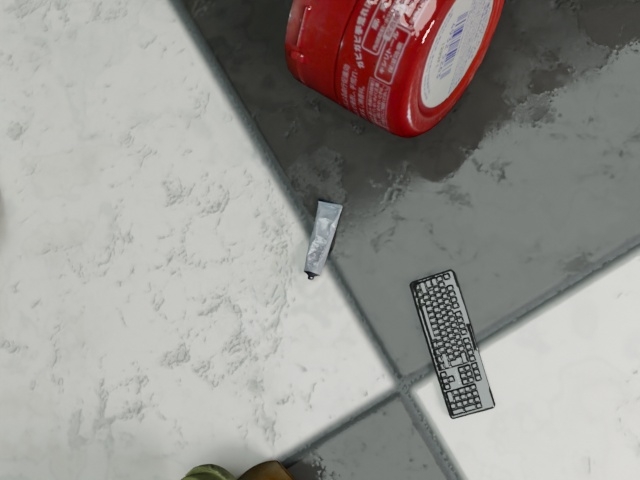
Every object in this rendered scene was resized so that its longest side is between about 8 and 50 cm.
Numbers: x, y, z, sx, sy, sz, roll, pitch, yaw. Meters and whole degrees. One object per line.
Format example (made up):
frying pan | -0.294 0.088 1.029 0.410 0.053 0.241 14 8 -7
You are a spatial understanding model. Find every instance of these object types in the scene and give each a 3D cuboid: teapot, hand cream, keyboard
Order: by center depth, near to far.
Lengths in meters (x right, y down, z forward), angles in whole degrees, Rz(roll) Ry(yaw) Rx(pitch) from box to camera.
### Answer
hand cream | 0.083 -0.229 0.929 0.149 0.230 0.230 33 91 20
teapot | -0.050 0.288 0.953 0.080 0.110 0.085 -44 114 -7
keyboard | 0.141 0.111 0.969 0.053 0.010 0.155 -19 77 11
hand cream | 0.000 0.000 1.026 0.030 0.019 0.093 13 78 19

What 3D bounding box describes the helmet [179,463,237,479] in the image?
helmet | -0.139 0.367 0.903 0.204 0.137 0.257 -33 70 49
